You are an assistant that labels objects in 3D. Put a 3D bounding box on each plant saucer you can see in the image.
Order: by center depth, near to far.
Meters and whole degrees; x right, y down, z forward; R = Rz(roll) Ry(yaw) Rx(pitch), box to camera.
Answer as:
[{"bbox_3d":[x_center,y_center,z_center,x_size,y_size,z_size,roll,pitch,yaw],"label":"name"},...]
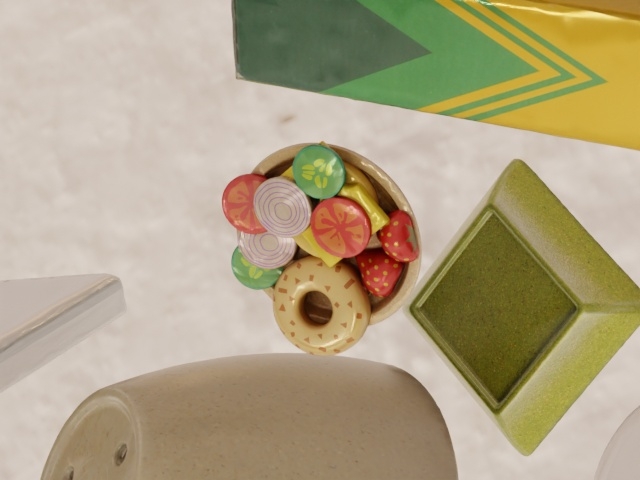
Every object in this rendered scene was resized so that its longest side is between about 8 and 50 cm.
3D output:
[{"bbox_3d":[0.160,0.057,1.656,0.188,0.045,0.188,51,120,27],"label":"plant saucer"}]

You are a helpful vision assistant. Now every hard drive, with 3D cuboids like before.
[{"bbox_3d":[-0.346,0.101,1.644,0.233,0.047,0.353,-4,12,22],"label":"hard drive"}]

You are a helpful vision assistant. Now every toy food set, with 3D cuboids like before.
[{"bbox_3d":[0.000,0.000,0.769,0.083,0.082,0.020,-40,2,34],"label":"toy food set"}]

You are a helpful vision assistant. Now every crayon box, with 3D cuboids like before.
[{"bbox_3d":[0.135,-0.140,1.071,0.318,0.081,0.202,11,35,19],"label":"crayon box"}]

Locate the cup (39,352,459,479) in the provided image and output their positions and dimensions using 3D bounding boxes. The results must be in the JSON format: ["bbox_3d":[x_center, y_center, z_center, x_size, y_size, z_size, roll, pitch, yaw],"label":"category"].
[{"bbox_3d":[-0.085,0.224,1.522,0.331,0.237,0.331,-35,44,44],"label":"cup"}]

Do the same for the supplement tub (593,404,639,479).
[{"bbox_3d":[0.343,0.207,1.364,0.191,0.272,0.191,-22,64,53],"label":"supplement tub"}]
